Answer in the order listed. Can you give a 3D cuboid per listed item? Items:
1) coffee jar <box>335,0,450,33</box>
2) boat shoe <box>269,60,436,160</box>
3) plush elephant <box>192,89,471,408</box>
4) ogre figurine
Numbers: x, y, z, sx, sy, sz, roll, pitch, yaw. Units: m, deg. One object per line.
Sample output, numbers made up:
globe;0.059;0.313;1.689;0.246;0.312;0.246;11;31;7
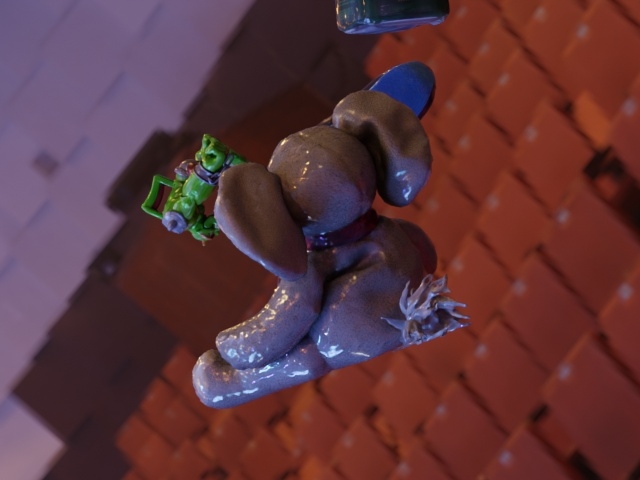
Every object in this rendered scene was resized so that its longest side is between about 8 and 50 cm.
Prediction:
coffee jar;0.052;-0.273;1.576;0.096;0.184;0.079;-9;1;-20
boat shoe;0.042;-0.106;2.143;0.258;0.109;0.089;-35;-1;16
plush elephant;0.000;0.000;1.872;0.272;0.255;0.330;-23;1;-33
ogre figurine;-0.143;-0.063;2.143;0.118;0.097;0.197;-56;23;1
